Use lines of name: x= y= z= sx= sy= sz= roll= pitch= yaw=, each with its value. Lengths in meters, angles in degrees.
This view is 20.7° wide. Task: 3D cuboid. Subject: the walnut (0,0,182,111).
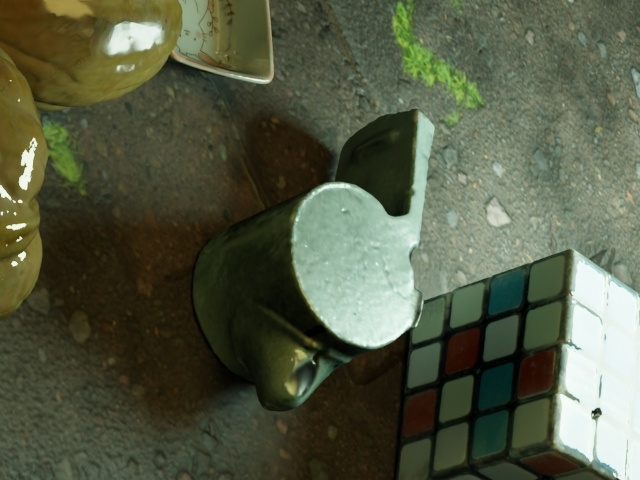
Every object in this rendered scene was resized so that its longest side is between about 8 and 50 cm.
walnut: x=-0.258 y=-0.235 z=1.736 sx=0.261 sy=0.225 sz=0.225 roll=-20 pitch=88 yaw=-52

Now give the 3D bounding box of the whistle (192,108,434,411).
whistle: x=0.023 y=0.016 z=1.936 sx=0.405 sy=0.168 sz=0.188 roll=-41 pitch=103 yaw=-45

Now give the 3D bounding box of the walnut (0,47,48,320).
walnut: x=-0.375 y=-0.058 z=1.503 sx=0.285 sy=0.285 sz=0.296 roll=-2 pitch=107 yaw=-45

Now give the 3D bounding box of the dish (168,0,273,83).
dish: x=-0.135 y=-0.286 z=1.980 sx=0.154 sy=0.064 sz=0.234 roll=12 pitch=67 yaw=-41

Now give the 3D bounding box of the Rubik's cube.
Rubik's cube: x=0.267 y=0.197 z=2.041 sx=0.259 sy=0.253 sz=0.256 roll=31 pitch=54 yaw=-34
